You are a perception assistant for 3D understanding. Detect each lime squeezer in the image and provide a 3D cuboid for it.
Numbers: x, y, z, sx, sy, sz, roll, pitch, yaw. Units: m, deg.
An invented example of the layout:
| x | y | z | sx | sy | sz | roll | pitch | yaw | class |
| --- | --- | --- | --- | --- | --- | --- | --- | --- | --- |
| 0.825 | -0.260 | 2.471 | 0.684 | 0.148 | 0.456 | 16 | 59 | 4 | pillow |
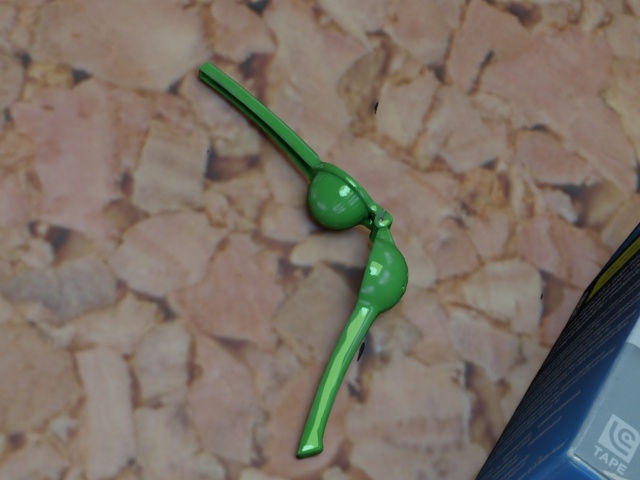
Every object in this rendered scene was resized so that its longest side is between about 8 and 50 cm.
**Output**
| x | y | z | sx | sy | sz | roll | pitch | yaw | class |
| --- | --- | --- | --- | --- | --- | --- | --- | --- | --- |
| 0.000 | 0.000 | 1.305 | 0.110 | 0.059 | 0.310 | -18 | 69 | 5 | lime squeezer |

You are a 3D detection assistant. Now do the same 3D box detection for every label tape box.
| x | y | z | sx | sy | sz | roll | pitch | yaw | class |
| --- | --- | --- | --- | --- | --- | --- | --- | --- | --- |
| 0.225 | 0.089 | 1.212 | 0.115 | 0.249 | 0.348 | 36 | 57 | 2 | label tape box |
